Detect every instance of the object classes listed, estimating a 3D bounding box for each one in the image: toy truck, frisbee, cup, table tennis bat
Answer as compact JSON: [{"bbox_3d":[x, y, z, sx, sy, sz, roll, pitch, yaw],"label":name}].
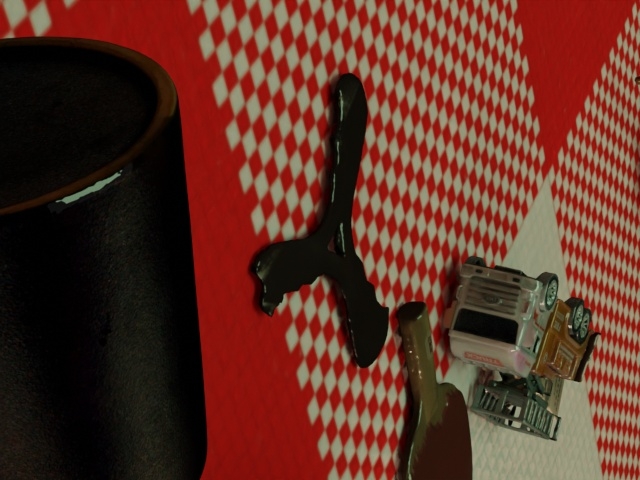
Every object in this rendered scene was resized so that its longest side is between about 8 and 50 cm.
[{"bbox_3d":[0.159,0.088,1.435,0.177,0.080,0.115,37,68,-62],"label":"toy truck"},{"bbox_3d":[0.000,0.000,1.168,0.187,0.012,0.211,-25,115,-61],"label":"frisbee"},{"bbox_3d":[-0.164,0.037,0.730,0.166,0.239,0.177,-125,-157,-56],"label":"cup"},{"bbox_3d":[0.086,0.152,1.354,0.131,0.022,0.234,-52,138,-50],"label":"table tennis bat"}]

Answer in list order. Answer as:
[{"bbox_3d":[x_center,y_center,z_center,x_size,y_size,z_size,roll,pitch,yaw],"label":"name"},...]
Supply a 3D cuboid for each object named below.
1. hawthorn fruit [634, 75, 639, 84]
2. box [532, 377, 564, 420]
[{"bbox_3d":[0.412,-0.098,1.858,0.285,0.165,0.165,36,60,-58],"label":"hawthorn fruit"},{"bbox_3d":[0.196,0.120,1.574,0.083,0.024,0.054,54,47,-53],"label":"box"}]
